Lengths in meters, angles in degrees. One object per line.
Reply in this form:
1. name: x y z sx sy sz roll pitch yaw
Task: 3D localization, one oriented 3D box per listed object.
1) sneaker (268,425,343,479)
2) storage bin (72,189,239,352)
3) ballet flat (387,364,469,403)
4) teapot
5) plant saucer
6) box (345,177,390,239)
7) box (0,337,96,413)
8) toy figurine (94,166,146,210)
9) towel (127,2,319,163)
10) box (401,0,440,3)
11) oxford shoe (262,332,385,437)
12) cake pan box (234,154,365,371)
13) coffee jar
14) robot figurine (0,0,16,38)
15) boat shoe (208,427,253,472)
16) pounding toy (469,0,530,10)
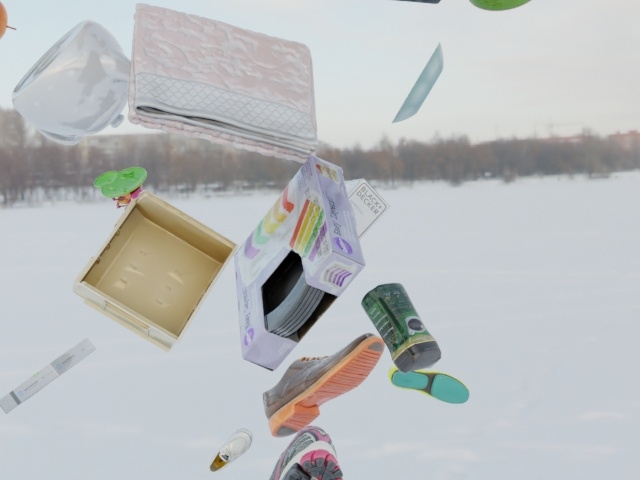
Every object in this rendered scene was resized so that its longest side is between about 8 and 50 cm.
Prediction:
1. sneaker: -0.048 0.437 1.377 0.121 0.299 0.112 24 20 -16
2. storage bin: -0.365 0.065 1.877 0.260 0.262 0.123 32 -27 -5
3. ballet flat: 0.288 0.377 2.288 0.231 0.077 0.077 16 8 -10
4. teapot: -0.467 -0.292 1.679 0.252 0.187 0.256 -46 27 -2
5. plant saucer: 0.213 -0.320 1.780 0.037 0.195 0.195 31 5 1
6. box: 0.000 0.000 1.818 0.290 0.087 0.169 -47 13 -12
7. box: -0.603 0.298 1.881 0.186 0.038 0.145 -33 4 24
8. toy figurine: -0.515 -0.100 2.310 0.173 0.159 0.130 9 46 36
9. towel: -0.165 -0.282 1.485 0.332 0.317 0.053 11 -46 -19
10. box: 0.115 -0.705 1.709 0.294 0.395 0.212 -1 -22 -16
11. oxford shoe: -0.007 0.312 2.006 0.364 0.132 0.130 -40 -36 18
12. cake pan box: -0.041 0.035 1.324 0.070 0.245 0.266 23 32 -25
13. coffee jar: 0.162 0.177 1.709 0.096 0.184 0.079 -2 -38 -41
14. robot figurine: -0.844 -0.539 2.028 0.158 0.128 0.219 -35 -29 32
15. boat shoe: -0.144 0.335 1.346 0.100 0.035 0.035 -43 1 28
16. pounding toy: 0.410 -0.649 2.017 0.237 0.110 0.183 31 66 37
